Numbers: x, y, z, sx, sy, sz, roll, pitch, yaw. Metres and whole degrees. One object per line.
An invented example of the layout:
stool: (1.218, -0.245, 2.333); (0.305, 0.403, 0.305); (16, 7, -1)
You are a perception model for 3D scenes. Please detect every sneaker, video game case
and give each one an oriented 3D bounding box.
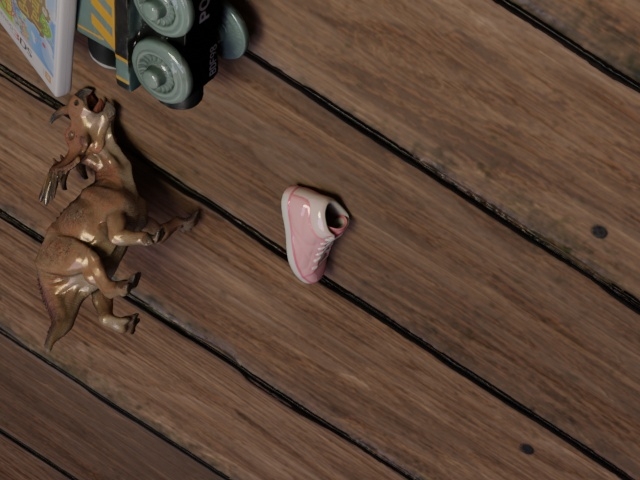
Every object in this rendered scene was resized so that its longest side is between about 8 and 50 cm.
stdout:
sneaker: (0.000, 0.000, 1.788); (0.070, 0.051, 0.134); (12, 131, 30)
video game case: (-0.323, -0.286, 1.659); (0.193, 0.023, 0.212); (51, 152, 20)

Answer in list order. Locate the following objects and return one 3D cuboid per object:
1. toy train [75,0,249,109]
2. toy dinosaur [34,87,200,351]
toy train: (-0.174, -0.287, 1.571); (0.190, 0.142, 0.334); (31, 142, 21)
toy dinosaur: (-0.280, -0.009, 1.836); (0.200, 0.295, 0.127); (26, 168, 11)
